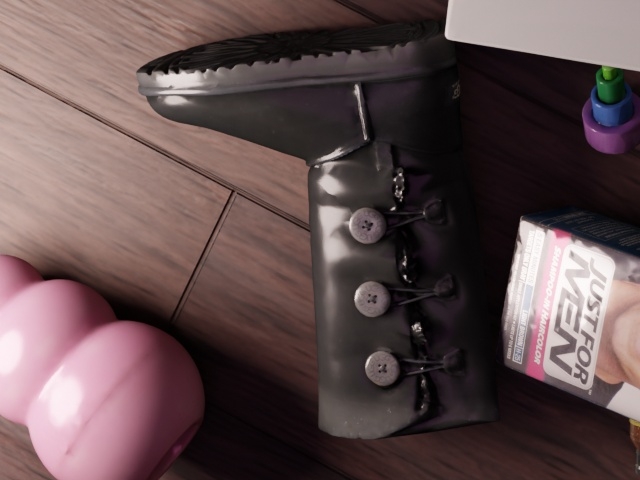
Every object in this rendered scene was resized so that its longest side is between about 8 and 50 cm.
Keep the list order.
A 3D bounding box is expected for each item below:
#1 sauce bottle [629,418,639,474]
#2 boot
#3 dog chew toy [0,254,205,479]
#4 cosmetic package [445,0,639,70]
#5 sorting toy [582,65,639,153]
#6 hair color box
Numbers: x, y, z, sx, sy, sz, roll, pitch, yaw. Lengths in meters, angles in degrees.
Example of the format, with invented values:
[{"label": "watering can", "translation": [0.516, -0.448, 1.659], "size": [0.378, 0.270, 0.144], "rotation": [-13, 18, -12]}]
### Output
[{"label": "sauce bottle", "translation": [0.365, 0.199, 1.966], "size": [0.042, 0.042, 0.128], "rotation": [2, 107, 11]}, {"label": "boot", "translation": [0.002, 0.000, 1.942], "size": [0.367, 0.146, 0.445], "rotation": [-2, 110, 20]}, {"label": "dog chew toy", "translation": [-0.295, 0.141, 2.013], "size": [0.332, 0.206, 0.206], "rotation": [38, 109, 9]}, {"label": "cosmetic package", "translation": [0.333, -0.279, 1.765], "size": [0.385, 0.156, 0.217], "rotation": [14, 105, 16]}, {"label": "sorting toy", "translation": [0.432, -0.114, 1.773], "size": [0.366, 0.127, 0.126], "rotation": [18, 150, 26]}, {"label": "hair color box", "translation": [0.358, 0.096, 1.824], "size": [0.347, 0.105, 0.173], "rotation": [21, 111, 38]}]
